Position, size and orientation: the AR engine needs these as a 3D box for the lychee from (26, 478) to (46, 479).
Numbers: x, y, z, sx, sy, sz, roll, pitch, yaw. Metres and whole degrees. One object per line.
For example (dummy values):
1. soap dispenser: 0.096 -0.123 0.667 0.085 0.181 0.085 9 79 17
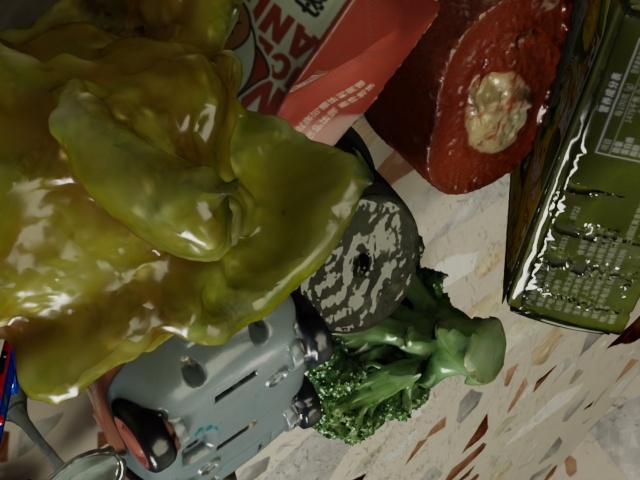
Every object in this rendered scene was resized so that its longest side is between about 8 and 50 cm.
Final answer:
1. lychee: -0.280 0.323 1.351 0.197 0.165 0.165 -6 132 -38

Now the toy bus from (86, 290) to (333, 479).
1. toy bus: -0.133 0.101 1.200 0.194 0.232 0.288 -35 159 -21

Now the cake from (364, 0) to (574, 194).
1. cake: 0.141 -0.183 1.365 0.177 0.151 0.283 -18 141 -28

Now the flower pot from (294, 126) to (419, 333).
1. flower pot: 0.000 0.000 1.294 0.235 0.148 0.235 -14 116 -31

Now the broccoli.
1. broccoli: 0.077 0.110 1.512 0.270 0.270 0.270 -16 111 -51

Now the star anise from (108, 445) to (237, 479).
1. star anise: -0.162 0.209 1.387 0.197 0.212 0.073 -35 122 1

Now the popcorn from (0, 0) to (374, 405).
1. popcorn: -0.135 -0.030 0.910 0.325 0.321 0.290 7 130 -25

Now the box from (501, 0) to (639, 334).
1. box: 0.317 -0.174 1.436 0.373 0.138 0.420 -80 -177 -47

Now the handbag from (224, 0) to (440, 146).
1. handbag: -0.066 -0.127 1.062 0.298 0.171 0.151 -53 158 14

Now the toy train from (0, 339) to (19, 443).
1. toy train: -0.277 0.100 1.030 0.082 0.204 0.131 6 138 -5

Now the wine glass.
1. wine glass: -0.256 0.157 1.146 0.122 0.183 0.122 -31 145 -25
